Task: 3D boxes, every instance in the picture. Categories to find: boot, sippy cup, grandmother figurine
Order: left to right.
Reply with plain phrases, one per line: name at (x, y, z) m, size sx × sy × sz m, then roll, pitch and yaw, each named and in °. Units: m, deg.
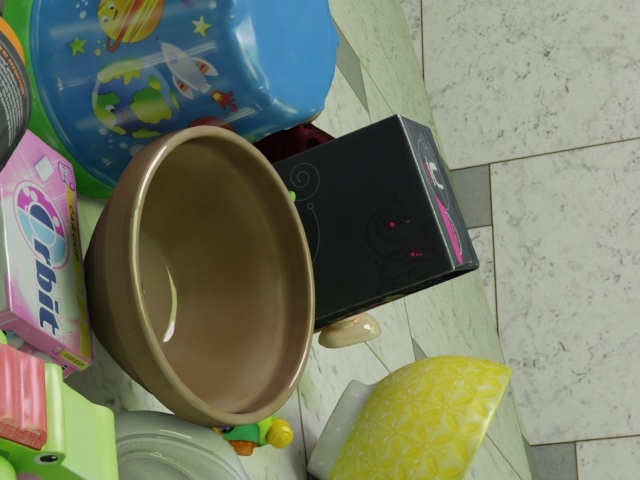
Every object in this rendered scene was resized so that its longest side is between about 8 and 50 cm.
sippy cup at (-0.116, -0.166, 1.176) m, size 0.305 × 0.224 × 0.240 m, roll 39°, pitch 50°, yaw -47°
boot at (-0.091, 0.242, 1.081) m, size 0.258 × 0.095 × 0.123 m, roll 49°, pitch 25°, yaw -43°
grandmother figurine at (-0.018, -0.057, 1.530) m, size 0.104 × 0.208 × 0.342 m, roll -29°, pitch 119°, yaw -46°

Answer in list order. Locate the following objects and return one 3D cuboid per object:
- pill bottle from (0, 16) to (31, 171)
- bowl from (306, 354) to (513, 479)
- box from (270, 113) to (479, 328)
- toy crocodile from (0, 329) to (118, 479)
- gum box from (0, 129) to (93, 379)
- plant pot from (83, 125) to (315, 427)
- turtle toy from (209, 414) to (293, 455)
pill bottle at (-0.259, -0.073, 0.856) m, size 0.130 × 0.130 × 0.245 m, roll 62°, pitch 17°, yaw -23°
bowl at (0.079, 0.236, 1.486) m, size 0.156 × 0.289 × 0.289 m, roll 27°, pitch 13°, yaw 9°
box at (0.000, 0.000, 1.373) m, size 0.165 × 0.270 × 0.143 m, roll 70°, pitch 15°, yaw 6°
toy crocodile at (-0.235, 0.070, 0.728) m, size 0.340 × 0.105 × 0.115 m, roll 32°, pitch 37°, yaw -39°
gum box at (-0.226, 0.008, 0.991) m, size 0.107 × 0.062 × 0.188 m, roll 45°, pitch 28°, yaw -55°
plant pot at (-0.112, 0.033, 1.082) m, size 0.237 × 0.110 × 0.237 m, roll 24°, pitch 62°, yaw -54°
turtle toy at (-0.085, 0.149, 1.272) m, size 0.130 × 0.066 × 0.095 m, roll 57°, pitch -4°, yaw -28°
